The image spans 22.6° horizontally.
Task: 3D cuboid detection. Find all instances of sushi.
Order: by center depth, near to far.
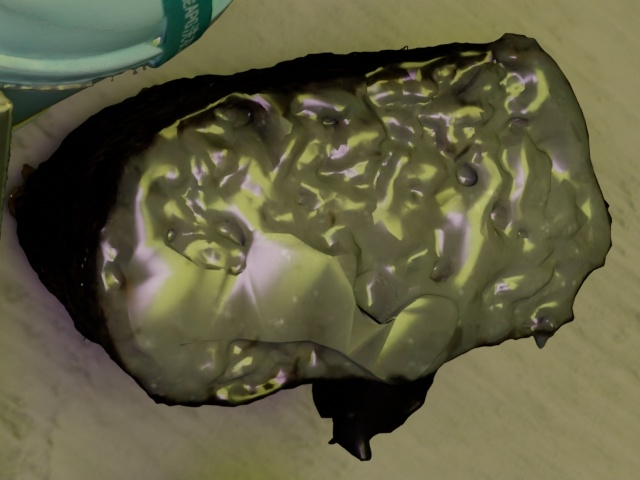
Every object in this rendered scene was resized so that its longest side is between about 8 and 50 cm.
[{"bbox_3d":[0.000,0.000,0.973,0.348,0.207,0.234,-9,101,-24],"label":"sushi"}]

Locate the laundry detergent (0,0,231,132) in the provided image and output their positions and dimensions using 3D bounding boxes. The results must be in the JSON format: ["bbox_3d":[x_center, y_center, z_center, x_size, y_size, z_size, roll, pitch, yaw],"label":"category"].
[{"bbox_3d":[-0.183,-0.203,0.828,0.287,0.305,0.287,4,82,-29],"label":"laundry detergent"}]

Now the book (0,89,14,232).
[{"bbox_3d":[-0.253,0.064,0.737,0.201,0.026,0.289,-1,112,-25],"label":"book"}]
